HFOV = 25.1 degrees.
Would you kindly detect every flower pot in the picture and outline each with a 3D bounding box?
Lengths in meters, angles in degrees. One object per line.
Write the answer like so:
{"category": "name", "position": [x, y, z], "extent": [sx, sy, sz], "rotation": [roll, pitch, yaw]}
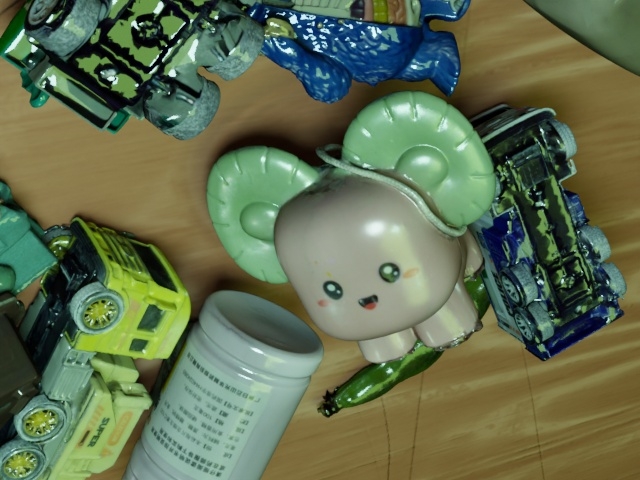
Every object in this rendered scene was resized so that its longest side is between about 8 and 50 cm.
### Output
{"category": "flower pot", "position": [-0.347, 0.164, 1.304], "extent": [0.251, 0.084, 0.179], "rotation": [-49, 169, 36]}

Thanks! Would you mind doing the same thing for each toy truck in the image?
{"category": "toy truck", "position": [0.219, -0.018, 1.567], "extent": [0.124, 0.155, 0.268], "rotation": [-28, 112, -12]}
{"category": "toy truck", "position": [-0.228, 0.122, 1.409], "extent": [0.157, 0.124, 0.272], "rotation": [13, 115, -38]}
{"category": "toy truck", "position": [-0.121, -0.244, 1.166], "extent": [0.176, 0.178, 0.363], "rotation": [35, 100, -37]}

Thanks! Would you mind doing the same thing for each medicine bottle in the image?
{"category": "medicine bottle", "position": [-0.104, 0.185, 1.438], "extent": [0.133, 0.133, 0.249], "rotation": [11, 112, -38]}

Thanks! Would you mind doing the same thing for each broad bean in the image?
{"category": "broad bean", "position": [0.123, 0.119, 1.691], "extent": [0.297, 0.043, 0.060], "rotation": [-40, 126, 1]}

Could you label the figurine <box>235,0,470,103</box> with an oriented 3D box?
{"category": "figurine", "position": [0.011, -0.212, 1.329], "extent": [0.262, 0.121, 0.164], "rotation": [17, 97, -19]}

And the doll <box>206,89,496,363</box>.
{"category": "doll", "position": [0.047, -0.017, 1.410], "extent": [0.284, 0.216, 0.268], "rotation": [-17, 120, 19]}

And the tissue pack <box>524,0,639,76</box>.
{"category": "tissue pack", "position": [0.368, -0.342, 1.344], "extent": [0.277, 0.267, 0.387], "rotation": [17, 111, -36]}

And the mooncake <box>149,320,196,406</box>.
{"category": "mooncake", "position": [-0.111, 0.140, 1.532], "extent": [0.130, 0.073, 0.125], "rotation": [7, 114, -26]}

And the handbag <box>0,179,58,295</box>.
{"category": "handbag", "position": [-0.400, 0.017, 1.237], "extent": [0.274, 0.100, 0.268], "rotation": [-37, 134, -3]}
